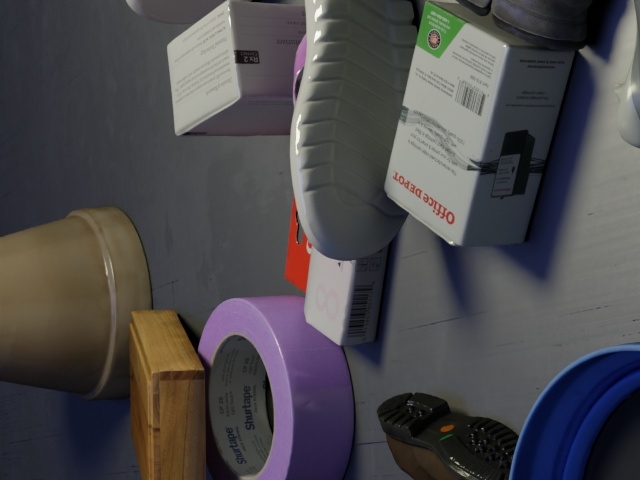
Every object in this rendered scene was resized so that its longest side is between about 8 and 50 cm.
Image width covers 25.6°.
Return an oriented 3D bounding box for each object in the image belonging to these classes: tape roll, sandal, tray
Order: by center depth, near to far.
[{"bbox_3d":[0.030,-0.173,1.547,0.102,0.169,0.416,-21,61,55],"label":"sandal"},{"bbox_3d":[-0.065,0.208,1.800,0.275,0.090,0.275,4,95,60],"label":"tape roll"},{"bbox_3d":[-0.216,0.232,1.945,0.411,0.076,0.203,-144,53,-77],"label":"tray"}]

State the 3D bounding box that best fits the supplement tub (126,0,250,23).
[{"bbox_3d":[-0.184,-0.442,1.859,0.191,0.191,0.272,-36,62,55],"label":"supplement tub"}]

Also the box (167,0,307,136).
[{"bbox_3d":[-0.063,-0.200,1.677,0.182,0.181,0.119,-19,76,58],"label":"box"}]

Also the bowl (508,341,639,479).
[{"bbox_3d":[0.303,0.278,1.183,0.391,0.077,0.391,7,98,60],"label":"bowl"}]

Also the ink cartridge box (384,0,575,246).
[{"bbox_3d":[0.153,-0.115,1.403,0.153,0.087,0.208,42,127,50],"label":"ink cartridge box"}]

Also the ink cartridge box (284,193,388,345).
[{"bbox_3d":[0.000,0.000,1.710,0.232,0.066,0.189,29,117,51],"label":"ink cartridge box"}]

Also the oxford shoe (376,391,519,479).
[{"bbox_3d":[0.150,0.233,1.460,0.227,0.083,0.096,23,131,58],"label":"oxford shoe"}]

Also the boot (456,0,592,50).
[{"bbox_3d":[0.145,-0.339,1.315,0.338,0.118,0.223,48,133,29],"label":"boot"}]

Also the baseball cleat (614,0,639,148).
[{"bbox_3d":[0.305,-0.173,1.174,0.109,0.072,0.206,20,114,43],"label":"baseball cleat"}]

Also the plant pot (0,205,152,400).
[{"bbox_3d":[-0.463,0.111,2.293,0.323,0.280,0.323,10,102,60],"label":"plant pot"}]
